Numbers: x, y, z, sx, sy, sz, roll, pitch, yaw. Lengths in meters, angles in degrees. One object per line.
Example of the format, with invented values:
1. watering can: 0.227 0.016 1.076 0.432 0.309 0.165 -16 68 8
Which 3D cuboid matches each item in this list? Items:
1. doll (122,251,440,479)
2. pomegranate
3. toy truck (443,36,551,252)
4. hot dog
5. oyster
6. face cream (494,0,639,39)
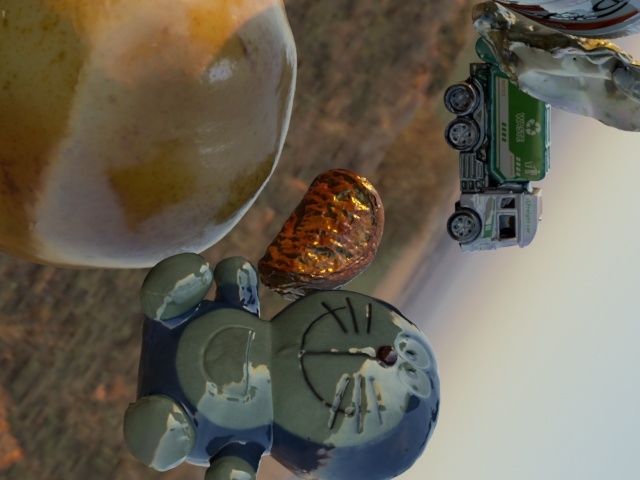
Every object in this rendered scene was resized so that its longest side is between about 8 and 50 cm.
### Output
1. doll: -0.027 0.121 1.183 0.154 0.258 0.228 94 -4 -53
2. pomegranate: -0.205 -0.170 1.367 0.416 0.417 0.416 -56 174 -9
3. toy truck: 0.207 -0.114 1.663 0.114 0.124 0.253 -32 120 -74
4. hot dog: 0.001 -0.001 1.384 0.147 0.099 0.065 -59 146 -22
5. oyster: 0.218 -0.157 1.207 0.081 0.191 0.163 -68 -165 -5
6. face cream: 0.195 -0.268 1.097 0.187 0.201 0.201 7 118 -59
